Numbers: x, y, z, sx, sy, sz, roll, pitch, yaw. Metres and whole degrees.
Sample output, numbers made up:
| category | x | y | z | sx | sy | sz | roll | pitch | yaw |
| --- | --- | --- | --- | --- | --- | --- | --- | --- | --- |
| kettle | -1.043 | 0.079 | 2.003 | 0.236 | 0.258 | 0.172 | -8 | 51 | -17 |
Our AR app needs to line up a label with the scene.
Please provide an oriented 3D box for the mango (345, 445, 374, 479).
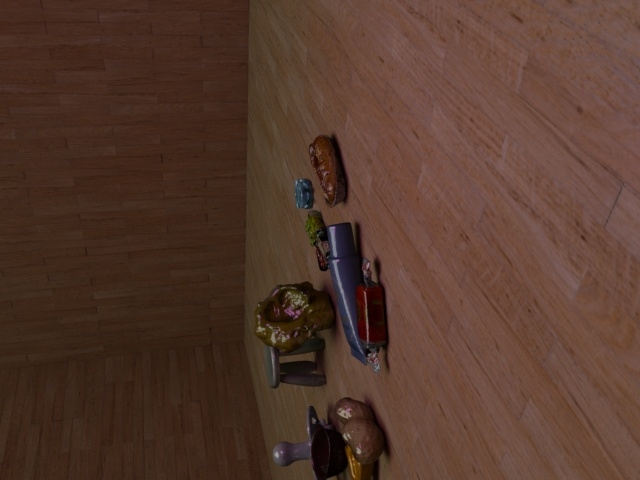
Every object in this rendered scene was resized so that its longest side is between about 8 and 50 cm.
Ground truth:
| category | x | y | z | sx | sy | sz | roll | pitch | yaw |
| --- | --- | --- | --- | --- | --- | --- | --- | --- | --- |
| mango | 0.113 | 0.613 | 1.702 | 0.101 | 0.066 | 0.188 | 175 | 97 | -65 |

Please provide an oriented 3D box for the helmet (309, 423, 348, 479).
| category | x | y | z | sx | sy | sz | roll | pitch | yaw |
| --- | --- | --- | --- | --- | --- | --- | --- | --- | --- |
| helmet | 0.039 | 0.665 | 1.942 | 0.155 | 0.106 | 0.175 | 160 | 108 | -65 |

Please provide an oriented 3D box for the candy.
| category | x | y | z | sx | sy | sz | roll | pitch | yaw |
| --- | --- | --- | --- | --- | --- | --- | --- | --- | --- |
| candy | 0.128 | 0.188 | 1.539 | 0.086 | 0.059 | 0.292 | -176 | 81 | -72 |

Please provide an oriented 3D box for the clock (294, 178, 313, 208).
| category | x | y | z | sx | sy | sz | roll | pitch | yaw |
| --- | --- | --- | --- | --- | --- | --- | --- | --- | --- |
| clock | -0.057 | -0.163 | 2.184 | 0.147 | 0.045 | 0.108 | -152 | 57 | -73 |

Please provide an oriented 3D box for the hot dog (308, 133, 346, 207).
| category | x | y | z | sx | sy | sz | roll | pitch | yaw |
| --- | --- | --- | --- | --- | --- | --- | --- | --- | --- |
| hot dog | 0.021 | -0.210 | 1.812 | 0.131 | 0.069 | 0.253 | 105 | 155 | -51 |

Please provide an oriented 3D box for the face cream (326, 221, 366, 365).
| category | x | y | z | sx | sy | sz | roll | pitch | yaw |
| --- | --- | --- | --- | --- | --- | --- | --- | --- | --- |
| face cream | 0.078 | 0.144 | 1.683 | 0.135 | 0.086 | 0.385 | -171 | 72 | -76 |

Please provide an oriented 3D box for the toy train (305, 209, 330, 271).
| category | x | y | z | sx | sy | sz | roll | pitch | yaw |
| --- | --- | --- | --- | --- | --- | --- | --- | --- | --- |
| toy train | 0.000 | 0.000 | 1.997 | 0.250 | 0.053 | 0.085 | -112 | 28 | -48 |

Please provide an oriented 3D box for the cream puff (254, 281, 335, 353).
| category | x | y | z | sx | sy | sz | roll | pitch | yaw |
| --- | --- | --- | --- | --- | --- | --- | --- | --- | --- |
| cream puff | -0.095 | 0.233 | 2.010 | 0.282 | 0.281 | 0.185 | -123 | 14 | -62 |

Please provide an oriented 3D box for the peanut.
| category | x | y | z | sx | sy | sz | roll | pitch | yaw |
| --- | --- | --- | --- | --- | --- | --- | --- | --- | --- |
| peanut | 0.104 | 0.502 | 1.646 | 0.228 | 0.104 | 0.086 | -116 | 18 | -60 |

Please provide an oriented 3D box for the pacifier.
| category | x | y | z | sx | sy | sz | roll | pitch | yaw |
| --- | --- | --- | --- | --- | --- | --- | --- | --- | --- |
| pacifier | -0.053 | 0.722 | 2.110 | 0.238 | 0.225 | 0.287 | 64 | -162 | -76 |

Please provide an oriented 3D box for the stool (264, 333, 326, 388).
| category | x | y | z | sx | sy | sz | roll | pitch | yaw |
| --- | --- | --- | --- | --- | --- | --- | --- | --- | --- |
| stool | -0.096 | 0.431 | 2.226 | 0.195 | 0.198 | 0.195 | -150 | 59 | -72 |
